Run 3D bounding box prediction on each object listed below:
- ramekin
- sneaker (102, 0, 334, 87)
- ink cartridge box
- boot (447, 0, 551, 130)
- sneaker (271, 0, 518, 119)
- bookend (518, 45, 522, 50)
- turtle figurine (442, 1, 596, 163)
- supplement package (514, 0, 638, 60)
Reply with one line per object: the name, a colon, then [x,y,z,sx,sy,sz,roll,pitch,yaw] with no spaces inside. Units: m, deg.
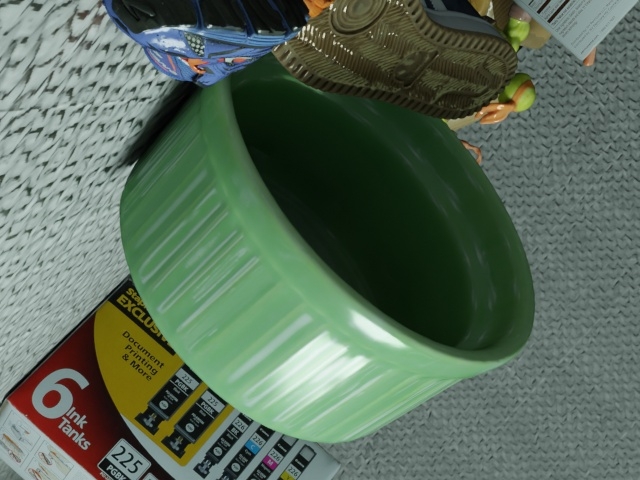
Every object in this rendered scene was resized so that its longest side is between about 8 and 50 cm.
ramekin: [0.000,0.000,1.032,0.148,0.303,0.303,-41,-178,30]
sneaker: [-0.054,-0.110,0.692,0.087,0.083,0.221,-41,178,17]
ink cartridge box: [-0.149,0.206,1.514,0.272,0.309,0.130,-49,179,-38]
boot: [0.163,-0.261,1.553,0.295,0.104,0.211,-41,-136,52]
sneaker: [0.016,-0.179,0.970,0.099,0.153,0.282,-45,149,20]
bookend: [0.139,-0.230,1.740,0.072,0.157,0.156,-47,177,-43]
turtle figurine: [0.129,-0.182,1.384,0.269,0.217,0.087,-52,167,16]
supplement package: [0.192,-0.280,1.077,0.149,0.203,0.194,-49,178,34]
